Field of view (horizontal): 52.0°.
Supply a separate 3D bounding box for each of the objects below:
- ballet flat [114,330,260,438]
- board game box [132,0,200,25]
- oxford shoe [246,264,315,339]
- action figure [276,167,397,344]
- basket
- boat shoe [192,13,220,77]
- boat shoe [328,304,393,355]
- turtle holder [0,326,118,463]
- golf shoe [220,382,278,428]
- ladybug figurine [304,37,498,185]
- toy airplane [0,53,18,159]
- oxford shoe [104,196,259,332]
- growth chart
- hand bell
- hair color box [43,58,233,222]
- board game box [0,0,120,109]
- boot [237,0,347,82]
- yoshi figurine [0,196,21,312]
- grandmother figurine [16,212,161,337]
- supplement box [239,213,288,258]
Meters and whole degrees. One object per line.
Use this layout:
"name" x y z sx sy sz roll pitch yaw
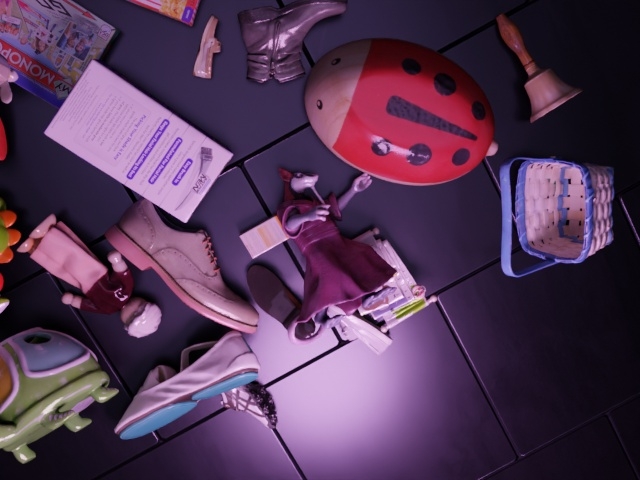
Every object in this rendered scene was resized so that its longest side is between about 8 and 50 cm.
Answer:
"ballet flat" -0.312 0.324 1.501 0.400 0.139 0.139 -30 102 19
"board game box" -0.342 -0.560 1.385 0.194 0.045 0.146 19 98 -8
"oxford shoe" -0.093 0.145 1.525 0.076 0.076 0.212 -41 85 5
"action figure" 0.000 0.000 1.459 0.276 0.248 0.370 -43 71 35
"basket" 0.506 -0.061 1.449 0.289 0.201 0.254 -8 102 -35
"boat shoe" -0.238 -0.418 1.420 0.045 0.050 0.135 16 109 -11
"boat shoe" 0.084 0.210 1.555 0.184 0.066 0.063 33 95 -19
"turtle holder" -0.627 0.329 1.404 0.320 0.243 0.227 -32 79 -35
"golf shoe" -0.182 0.377 1.561 0.094 0.077 0.198 -37 94 14
"ladybug figurine" 0.186 -0.275 1.420 0.450 0.162 0.305 16 98 -7
"toy airplane" -0.775 -0.327 1.245 0.386 0.384 0.272 28 64 -15
"oxford shoe" -0.277 0.058 1.459 0.397 0.140 0.146 39 87 -13
"growth chart" 0.129 0.093 1.514 0.172 0.021 0.237 -39 87 7
"hand bell" 0.462 -0.399 1.463 0.126 0.126 0.242 -32 90 2
"hair color box" -0.378 -0.210 1.395 0.339 0.110 0.185 34 95 -16
"board game box" -0.618 -0.441 1.385 0.317 0.046 0.213 31 96 -9
"boot" -0.052 -0.433 1.424 0.247 0.083 0.161 -10 108 3
"yoshi figurine" -0.777 0.063 1.381 0.203 0.204 0.362 22 66 -39
"grandmother figurine" -0.496 0.089 1.466 0.342 0.104 0.208 44 130 -14
"supplement box" -0.129 -0.011 1.506 0.098 0.036 0.062 -29 101 1
